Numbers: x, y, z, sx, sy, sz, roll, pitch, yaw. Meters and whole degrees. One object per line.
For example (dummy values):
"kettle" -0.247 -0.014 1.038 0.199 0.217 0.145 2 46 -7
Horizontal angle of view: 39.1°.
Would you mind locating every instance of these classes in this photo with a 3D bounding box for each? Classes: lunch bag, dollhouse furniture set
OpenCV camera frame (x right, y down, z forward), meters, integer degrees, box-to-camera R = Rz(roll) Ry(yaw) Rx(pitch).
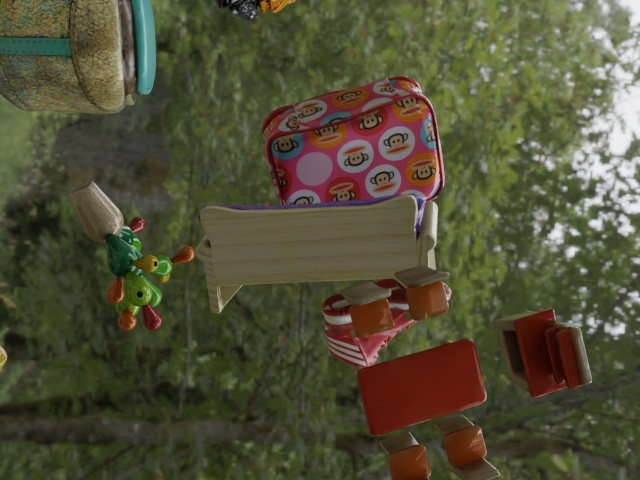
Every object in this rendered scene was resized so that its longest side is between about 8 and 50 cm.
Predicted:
"lunch bag" 0.062 -0.124 1.532 0.120 0.293 0.258 -108 -177 -57
"dollhouse furniture set" 0.172 0.160 1.084 0.135 0.259 0.262 -170 -115 -77

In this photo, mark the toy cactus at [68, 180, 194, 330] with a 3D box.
"toy cactus" -0.238 0.007 1.108 0.180 0.112 0.219 61 6 -23

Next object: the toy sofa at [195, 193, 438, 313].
"toy sofa" 0.000 0.000 1.397 0.150 0.363 0.177 -67 152 -68

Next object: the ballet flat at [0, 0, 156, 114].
"ballet flat" -0.182 -0.152 0.665 0.348 0.123 0.123 -124 -137 -74

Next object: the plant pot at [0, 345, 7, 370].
"plant pot" -0.496 0.160 1.037 0.187 0.212 0.212 -38 -170 14

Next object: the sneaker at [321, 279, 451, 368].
"sneaker" 0.108 0.137 1.492 0.087 0.221 0.128 -118 -157 -58

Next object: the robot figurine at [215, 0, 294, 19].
"robot figurine" -0.049 -0.376 1.059 0.085 0.211 0.291 58 -6 15
